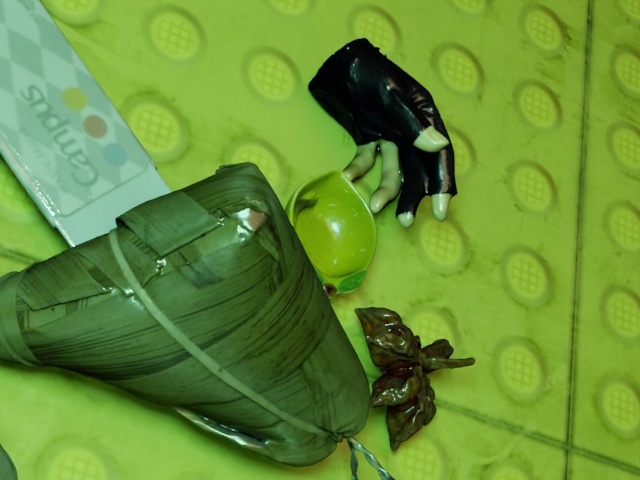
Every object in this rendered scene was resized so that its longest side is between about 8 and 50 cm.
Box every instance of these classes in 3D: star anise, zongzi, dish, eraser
[{"bbox_3d":[0.118,0.177,2.000,0.196,0.111,0.212,47,47,-16],"label":"star anise"},{"bbox_3d":[-0.190,0.183,1.843,0.218,0.467,0.500,-99,165,-56],"label":"zongzi"},{"bbox_3d":[0.000,0.000,2.037,0.149,0.080,0.207,23,57,-26],"label":"dish"},{"bbox_3d":[-0.361,-0.168,1.890,0.213,0.082,0.396,-35,89,-36],"label":"eraser"}]

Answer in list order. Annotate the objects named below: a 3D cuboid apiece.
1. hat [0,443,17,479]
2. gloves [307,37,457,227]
[{"bbox_3d":[-0.390,0.269,1.603,0.166,0.173,0.144,46,63,-24],"label":"hat"},{"bbox_3d":[0.104,-0.159,2.101,0.152,0.197,0.301,-12,74,-24],"label":"gloves"}]
